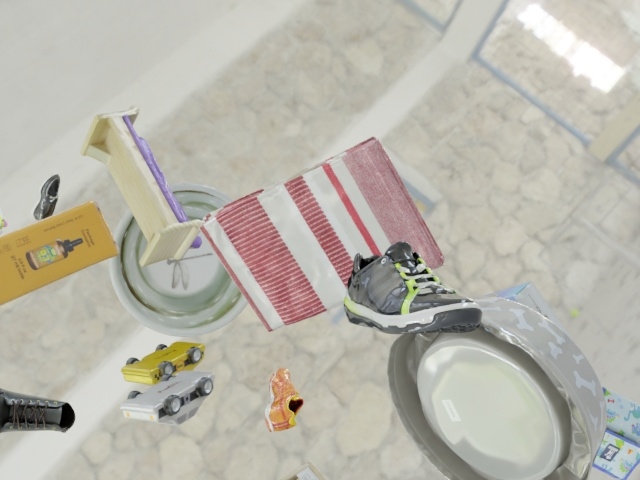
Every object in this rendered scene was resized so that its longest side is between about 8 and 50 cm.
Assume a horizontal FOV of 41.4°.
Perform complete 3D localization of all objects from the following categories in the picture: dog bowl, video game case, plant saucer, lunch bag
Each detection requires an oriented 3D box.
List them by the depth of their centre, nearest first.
[{"bbox_3d":[0.266,0.239,1.276,0.102,0.349,0.348,-31,-18,-38],"label":"dog bowl"},{"bbox_3d":[0.574,0.383,1.682,0.151,0.129,0.096,-64,5,-11],"label":"lunch bag"},{"bbox_3d":[0.411,0.219,1.755,0.061,0.244,0.269,-38,3,-26],"label":"video game case"},{"bbox_3d":[-0.356,0.049,2.226,0.400,0.400,0.100,-48,16,-13],"label":"plant saucer"}]

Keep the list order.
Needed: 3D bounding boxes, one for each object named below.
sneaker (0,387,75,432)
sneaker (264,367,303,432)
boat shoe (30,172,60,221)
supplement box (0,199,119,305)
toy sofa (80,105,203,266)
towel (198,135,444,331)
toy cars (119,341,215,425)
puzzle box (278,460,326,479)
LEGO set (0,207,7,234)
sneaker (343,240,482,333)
[{"bbox_3d":[-0.541,0.306,1.526,0.222,0.118,0.083,31,-118,-72],"label":"sneaker"},{"bbox_3d":[-0.062,0.296,1.571,0.067,0.064,0.175,-11,26,5],"label":"sneaker"},{"bbox_3d":[-0.565,-0.086,1.762,0.125,0.038,0.046,-54,-17,29],"label":"boat shoe"},{"bbox_3d":[-0.365,0.030,1.014,0.233,0.078,0.080,-26,4,-33],"label":"supplement box"},{"bbox_3d":[-0.404,-0.134,2.010,0.177,0.362,0.150,-17,-22,-38],"label":"toy sofa"},{"bbox_3d":[0.000,0.000,1.344,0.329,0.237,0.037,-23,21,21],"label":"towel"},{"bbox_3d":[-0.295,0.288,1.648,0.177,0.087,0.394,-7,10,-11],"label":"toy cars"},{"bbox_3d":[-0.019,0.616,1.543,0.272,0.409,0.052,-29,-47,-21],"label":"puzzle box"},{"bbox_3d":[-0.629,-0.058,1.445,0.107,0.287,0.132,-43,-4,41],"label":"LEGO set"},{"bbox_3d":[0.086,0.049,0.927,0.235,0.084,0.097,0,89,62],"label":"sneaker"}]
